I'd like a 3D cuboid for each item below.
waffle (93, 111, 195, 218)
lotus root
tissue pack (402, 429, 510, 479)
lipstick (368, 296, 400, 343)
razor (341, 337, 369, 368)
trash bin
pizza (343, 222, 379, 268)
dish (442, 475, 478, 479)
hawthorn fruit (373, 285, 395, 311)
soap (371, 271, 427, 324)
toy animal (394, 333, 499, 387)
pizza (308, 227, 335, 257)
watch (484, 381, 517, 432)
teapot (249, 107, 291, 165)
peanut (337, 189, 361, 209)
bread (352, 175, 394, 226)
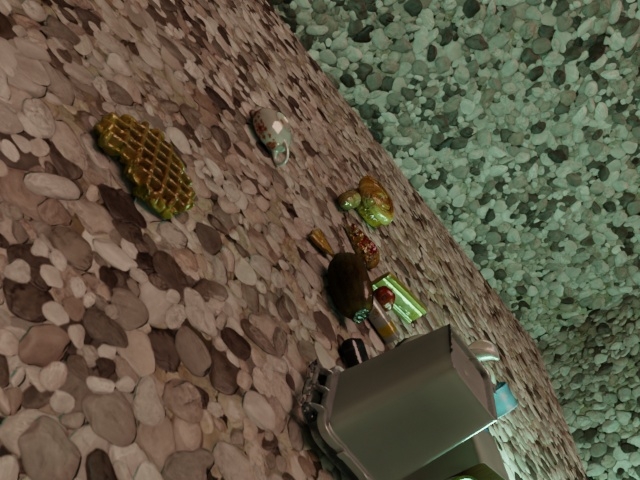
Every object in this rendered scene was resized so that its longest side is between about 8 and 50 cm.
[{"bbox_3d":[-0.374,-0.162,1.362,0.249,0.056,0.253,16,46,-60],"label":"waffle"},{"bbox_3d":[0.090,0.133,1.868,0.123,0.124,0.241,43,21,-38],"label":"lotus root"},{"bbox_3d":[0.317,0.570,1.554,0.159,0.246,0.136,42,24,-32],"label":"tissue pack"},{"bbox_3d":[0.160,0.210,2.006,0.264,0.059,0.059,54,20,-6],"label":"lipstick"},{"bbox_3d":[0.111,0.339,1.707,0.090,0.054,0.148,16,45,-60],"label":"razor"},{"bbox_3d":[0.171,0.350,1.378,0.296,0.367,0.256,52,21,-11],"label":"trash bin"},{"bbox_3d":[0.158,0.008,2.304,0.199,0.062,0.188,53,18,-6],"label":"pizza"},{"bbox_3d":[0.274,0.692,1.395,0.324,0.124,0.324,16,69,-47],"label":"dish"},{"bbox_3d":[0.215,0.194,2.112,0.093,0.093,0.093,46,23,-26],"label":"hawthorn fruit"},{"bbox_3d":[0.278,0.206,2.234,0.252,0.092,0.037,44,26,-31],"label":"soap"},{"bbox_3d":[0.365,0.380,1.893,0.247,0.310,0.183,-16,93,-25],"label":"toy animal"},{"bbox_3d":[0.000,0.000,2.008,0.123,0.026,0.109,42,22,-28],"label":"pizza"},{"bbox_3d":[0.603,0.586,2.252,0.211,0.193,0.211,45,25,-28],"label":"watch"},{"bbox_3d":[-0.158,-0.362,2.104,0.159,0.116,0.246,42,28,-61],"label":"teapot"},{"bbox_3d":[0.112,-0.158,2.419,0.080,0.080,0.174,57,18,2],"label":"peanut"},{"bbox_3d":[0.224,-0.160,2.618,0.198,0.120,0.236,46,23,-23],"label":"bread"}]
